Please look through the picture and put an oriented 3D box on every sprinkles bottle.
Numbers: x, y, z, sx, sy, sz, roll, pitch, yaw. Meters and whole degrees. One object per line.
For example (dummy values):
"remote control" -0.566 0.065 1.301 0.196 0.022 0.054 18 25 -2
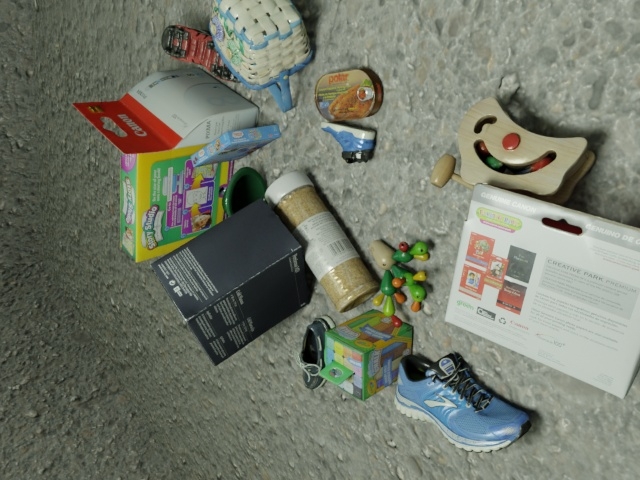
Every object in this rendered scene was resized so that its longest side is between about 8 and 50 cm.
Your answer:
"sprinkles bottle" 0.000 0.000 1.434 0.355 0.121 0.121 57 139 17

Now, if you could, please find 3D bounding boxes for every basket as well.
"basket" -0.141 -0.466 1.374 0.254 0.201 0.289 57 174 18

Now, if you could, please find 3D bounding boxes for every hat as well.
"hat" -0.263 -0.113 1.634 0.184 0.173 0.208 8 153 30

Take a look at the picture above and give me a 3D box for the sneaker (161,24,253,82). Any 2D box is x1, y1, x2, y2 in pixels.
"sneaker" -0.286 -0.506 1.594 0.276 0.135 0.097 26 113 14

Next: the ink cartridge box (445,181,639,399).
"ink cartridge box" 0.388 0.055 0.959 0.309 0.130 0.271 23 122 32

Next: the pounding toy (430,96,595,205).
"pounding toy" 0.333 -0.147 1.024 0.270 0.155 0.154 15 87 36

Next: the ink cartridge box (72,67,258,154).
"ink cartridge box" -0.409 -0.355 1.564 0.308 0.385 0.091 39 130 33

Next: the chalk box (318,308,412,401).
"chalk box" 0.093 0.267 1.357 0.132 0.213 0.132 21 120 44

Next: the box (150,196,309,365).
"box" -0.210 0.114 1.488 0.179 0.313 0.343 51 163 24

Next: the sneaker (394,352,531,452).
"sneaker" 0.279 0.325 1.230 0.330 0.130 0.147 11 115 48

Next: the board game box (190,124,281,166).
"board game box" -0.229 -0.251 1.574 0.211 0.160 0.039 -17 90 51

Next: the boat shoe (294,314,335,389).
"boat shoe" -0.020 0.320 1.621 0.095 0.079 0.254 41 133 32

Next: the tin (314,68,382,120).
"tin" 0.060 -0.322 1.303 0.190 0.040 0.106 9 116 48

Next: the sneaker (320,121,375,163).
"sneaker" 0.054 -0.218 1.332 0.152 0.058 0.084 22 112 36

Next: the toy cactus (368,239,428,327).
"toy cactus" 0.161 0.072 1.304 0.180 0.112 0.219 52 147 37

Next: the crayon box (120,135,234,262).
"crayon box" -0.416 -0.144 1.716 0.106 0.313 0.362 38 131 34
